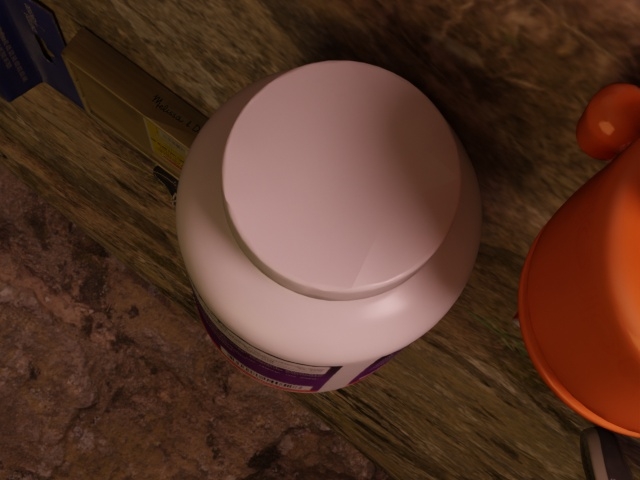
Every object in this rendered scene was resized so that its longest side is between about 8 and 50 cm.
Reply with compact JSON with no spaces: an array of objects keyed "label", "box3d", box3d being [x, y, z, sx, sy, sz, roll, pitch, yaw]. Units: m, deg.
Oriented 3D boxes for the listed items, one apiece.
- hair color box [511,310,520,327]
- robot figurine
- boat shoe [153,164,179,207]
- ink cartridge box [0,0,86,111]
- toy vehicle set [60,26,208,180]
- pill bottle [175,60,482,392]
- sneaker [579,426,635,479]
[{"label":"hair color box","box3d":[0.189,0.056,0.669,0.072,0.043,0.141,39,169,-6]},{"label":"robot figurine","box3d":[0.158,0.018,0.435,0.158,0.128,0.219,34,166,5]},{"label":"boat shoe","box3d":[-0.163,-0.049,1.271,0.125,0.038,0.046,38,167,-2]},{"label":"ink cartridge box","box3d":[-0.418,-0.263,1.143,0.307,0.072,0.303,39,167,3]},{"label":"toy vehicle set","box3d":[-0.138,-0.095,1.040,0.267,0.035,0.166,37,168,3]},{"label":"pill bottle","box3d":[0.000,0.000,0.672,0.181,0.181,0.323,36,167,4]},{"label":"sneaker","box3d":[0.337,0.266,0.980,0.083,0.118,0.222,-54,-60,-84]}]
